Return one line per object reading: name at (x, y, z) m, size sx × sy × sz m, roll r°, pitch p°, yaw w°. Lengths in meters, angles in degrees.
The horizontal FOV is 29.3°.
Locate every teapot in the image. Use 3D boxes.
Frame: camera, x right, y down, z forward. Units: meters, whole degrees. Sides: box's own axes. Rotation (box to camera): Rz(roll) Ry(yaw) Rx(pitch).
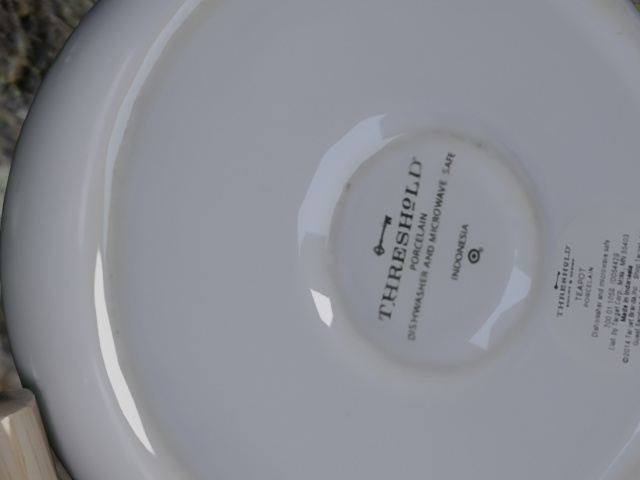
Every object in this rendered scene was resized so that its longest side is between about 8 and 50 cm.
teapot at (0.000, 0.000, 0.440) m, size 0.256 × 0.187 × 0.252 m, roll -37°, pitch 103°, yaw -18°

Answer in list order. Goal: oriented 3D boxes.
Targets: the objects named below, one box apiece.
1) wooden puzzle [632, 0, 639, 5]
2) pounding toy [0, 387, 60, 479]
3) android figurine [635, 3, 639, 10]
wooden puzzle at (0.259, -0.186, 0.708) m, size 0.348 × 0.080 × 0.322 m, roll -18°, pitch 87°, yaw -21°
pounding toy at (-0.159, 0.132, 0.412) m, size 0.237 × 0.110 × 0.183 m, roll -13°, pitch 103°, yaw 12°
android figurine at (0.167, 0.001, 0.541) m, size 0.248 × 0.056 × 0.273 m, roll 11°, pitch 65°, yaw 7°
